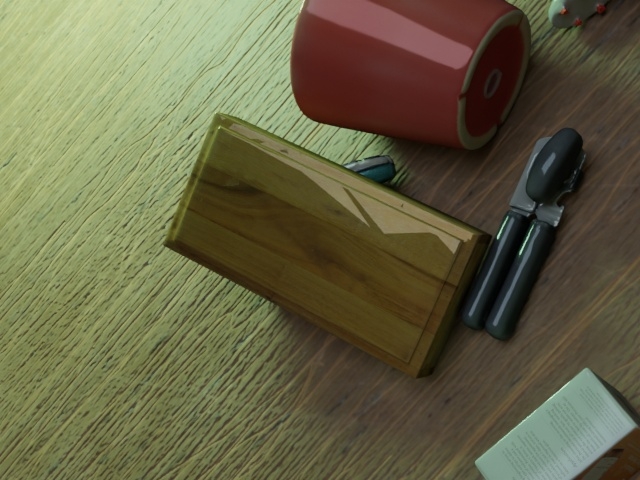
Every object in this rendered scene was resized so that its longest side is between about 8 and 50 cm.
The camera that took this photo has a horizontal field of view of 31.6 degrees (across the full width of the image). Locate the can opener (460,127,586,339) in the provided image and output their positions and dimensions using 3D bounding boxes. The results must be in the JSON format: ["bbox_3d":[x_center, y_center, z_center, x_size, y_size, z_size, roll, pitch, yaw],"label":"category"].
[{"bbox_3d":[0.256,-0.013,1.447,0.074,0.093,0.280,22,88,35],"label":"can opener"}]

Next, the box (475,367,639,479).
[{"bbox_3d":[0.286,0.245,1.292,0.170,0.130,0.091,-43,55,10],"label":"box"}]

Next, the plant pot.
[{"bbox_3d":[0.132,-0.252,1.528,0.243,0.275,0.275,25,85,26],"label":"plant pot"}]

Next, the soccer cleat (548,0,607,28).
[{"bbox_3d":[0.375,-0.370,1.520,0.196,0.068,0.076,-49,45,20],"label":"soccer cleat"}]

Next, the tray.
[{"bbox_3d":[0.000,0.000,1.516,0.410,0.076,0.203,26,99,23],"label":"tray"}]

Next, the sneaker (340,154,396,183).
[{"bbox_3d":[0.005,-0.022,1.613,0.275,0.107,0.110,-39,75,18],"label":"sneaker"}]
